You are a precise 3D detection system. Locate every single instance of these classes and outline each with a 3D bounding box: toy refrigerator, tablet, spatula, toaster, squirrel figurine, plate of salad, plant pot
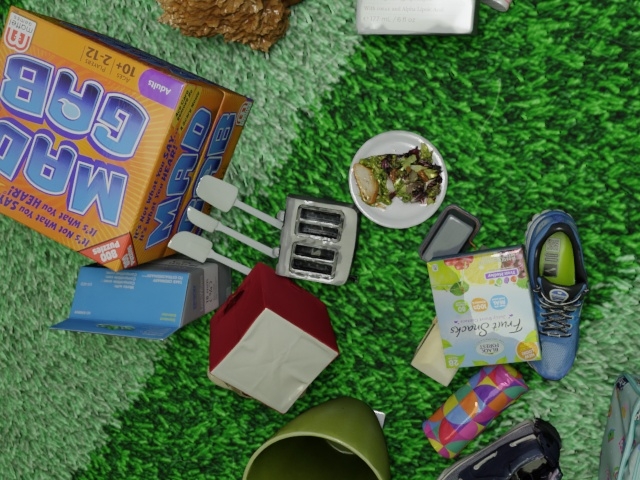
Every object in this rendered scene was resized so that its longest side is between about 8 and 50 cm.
[{"bbox_3d":[0.284,0.145,1.339,0.094,0.102,0.269,32,103,8],"label":"toy refrigerator"},{"bbox_3d":[0.096,0.391,1.463,0.083,0.006,0.054,13,100,12],"label":"tablet"},{"bbox_3d":[-0.172,-0.015,1.386,0.242,0.019,0.168,27,85,-29],"label":"spatula"},{"bbox_3d":[0.000,0.000,1.377,0.186,0.110,0.168,10,99,5],"label":"toaster"},{"bbox_3d":[-0.135,-0.540,1.217,0.281,0.370,0.397,26,102,9],"label":"squirrel figurine"},{"bbox_3d":[0.157,-0.124,1.346,0.200,0.048,0.199,0,87,1],"label":"plate of salad"},{"bbox_3d":[0.024,0.434,1.331,0.275,0.293,0.274,3,104,14],"label":"plant pot"}]

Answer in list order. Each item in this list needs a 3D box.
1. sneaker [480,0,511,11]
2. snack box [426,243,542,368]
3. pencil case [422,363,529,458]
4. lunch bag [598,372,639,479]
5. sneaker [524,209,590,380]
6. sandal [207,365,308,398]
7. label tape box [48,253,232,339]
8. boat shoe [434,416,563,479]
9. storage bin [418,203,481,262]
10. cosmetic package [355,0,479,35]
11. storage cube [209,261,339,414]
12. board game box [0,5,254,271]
[{"bbox_3d":[0.315,-0.498,1.282,0.134,0.051,0.070,32,96,9],"label":"sneaker"},{"bbox_3d":[0.303,0.122,1.237,0.175,0.070,0.207,-11,95,21],"label":"snack box"},{"bbox_3d":[0.311,0.339,1.362,0.104,0.104,0.236,44,106,5],"label":"pencil case"},{"bbox_3d":[0.594,0.388,1.231,0.108,0.224,0.279,8,99,12],"label":"lunch bag"},{"bbox_3d":[0.436,0.110,1.276,0.130,0.147,0.329,-1,97,14],"label":"sneaker"},{"bbox_3d":[-0.150,0.307,1.474,0.240,0.079,0.088,8,98,13],"label":"sandal"},{"bbox_3d":[-0.350,0.100,1.365,0.241,0.334,0.105,3,98,13],"label":"label tape box"},{"bbox_3d":[0.335,0.496,1.340,0.127,0.158,0.340,45,104,5],"label":"boat shoe"},{"bbox_3d":[0.259,0.005,1.334,0.098,0.091,0.135,33,104,8],"label":"storage bin"},{"bbox_3d":[0.187,-0.562,1.187,0.217,0.156,0.384,5,107,15],"label":"cosmetic package"},{"bbox_3d":[-0.097,0.195,1.358,0.215,0.193,0.183,36,105,-21],"label":"storage cube"},{"bbox_3d":[-0.405,-0.197,1.332,0.356,0.356,0.356,25,102,9],"label":"board game box"}]
